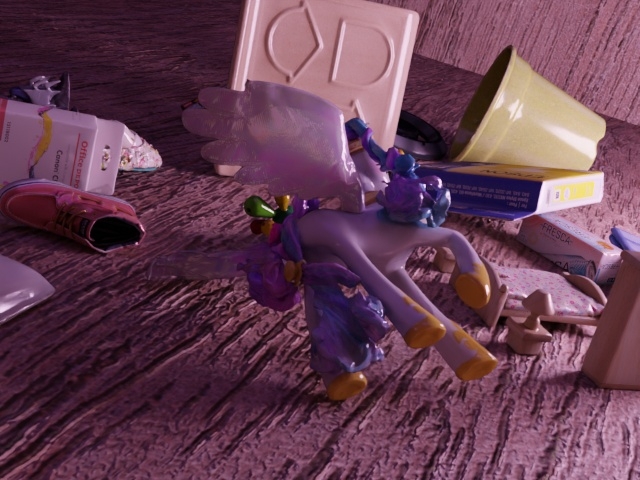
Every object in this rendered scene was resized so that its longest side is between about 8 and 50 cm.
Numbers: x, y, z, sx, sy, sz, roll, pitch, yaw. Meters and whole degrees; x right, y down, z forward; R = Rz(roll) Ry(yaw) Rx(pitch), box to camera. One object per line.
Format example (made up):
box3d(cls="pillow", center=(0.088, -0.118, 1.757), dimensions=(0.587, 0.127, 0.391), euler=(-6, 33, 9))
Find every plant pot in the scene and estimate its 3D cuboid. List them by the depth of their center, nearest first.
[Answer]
box3d(cls="plant pot", center=(0.443, -0.229, 2.097), dimensions=(0.253, 0.276, 0.276), euler=(26, 19, -4))

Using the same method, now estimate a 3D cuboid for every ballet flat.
box3d(cls="ballet flat", center=(-0.333, -0.144, 1.502), dimensions=(0.091, 0.077, 0.241), euler=(30, 24, 37))

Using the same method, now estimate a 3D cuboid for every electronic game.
box3d(cls="electronic game", center=(0.169, -0.237, 2.165), dimensions=(0.229, 0.048, 0.229), euler=(18, 25, -9))

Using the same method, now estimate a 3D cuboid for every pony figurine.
box3d(cls="pony figurine", center=(0.010, -0.001, 1.137), dimensions=(0.350, 0.303, 0.364), euler=(-3, 49, -32))

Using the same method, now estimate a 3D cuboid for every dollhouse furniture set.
box3d(cls="dollhouse furniture set", center=(0.374, 0.042, 1.388), dimensions=(0.303, 0.174, 0.355), euler=(7, 21, -22))

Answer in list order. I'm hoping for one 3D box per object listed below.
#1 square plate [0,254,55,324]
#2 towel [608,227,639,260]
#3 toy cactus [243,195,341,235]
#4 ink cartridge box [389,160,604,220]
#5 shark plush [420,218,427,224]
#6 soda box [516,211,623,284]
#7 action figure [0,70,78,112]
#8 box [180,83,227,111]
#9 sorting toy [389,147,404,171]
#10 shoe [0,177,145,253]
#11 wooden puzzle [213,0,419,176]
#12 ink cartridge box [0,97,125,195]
box3d(cls="square plate", center=(-0.491, 0.029, 0.962), dimensions=(0.343, 0.049, 0.347), euler=(20, 20, 12))
box3d(cls="towel", center=(0.623, 0.071, 1.649), dimensions=(0.284, 0.034, 0.209), euler=(22, 19, -5))
box3d(cls="toy cactus", center=(0.000, 0.000, 1.367), dimensions=(0.218, 0.112, 0.180), euler=(12, 0, 2))
box3d(cls="ink cartridge box", center=(0.286, -0.095, 1.738), dimensions=(0.303, 0.072, 0.307), euler=(11, 11, 39))
box3d(cls="shark plush", center=(0.114, -0.049, 1.618), dimensions=(0.161, 0.073, 0.067), euler=(31, 54, 25))
box3d(cls="soda box", center=(0.414, 0.008, 1.668), dimensions=(0.058, 0.063, 0.183), euler=(-1, 25, -35))
box3d(cls="action figure", center=(-0.513, -0.197, 1.483), dimensions=(0.284, 0.099, 0.185), euler=(-2, 38, -30))
box3d(cls="box", center=(-0.189, -0.259, 1.886), dimensions=(0.137, 0.027, 0.094), euler=(-27, 31, -10))
box3d(cls="sorting toy", center=(0.116, -0.153, 1.930), dimensions=(0.075, 0.045, 0.083), euler=(-23, 39, -31))
box3d(cls="shoe", center=(-0.306, -0.030, 1.233), dimensions=(0.177, 0.064, 0.081), euler=(10, 15, -28))
box3d(cls="wooden puzzle", center=(-0.011, -0.256, 1.690), dimensions=(0.347, 0.322, 0.080), euler=(4, 14, -31))
box3d(cls="ink cartridge box", center=(-0.368, -0.116, 1.343), dimensions=(0.198, 0.115, 0.067), euler=(8, 20, -17))
